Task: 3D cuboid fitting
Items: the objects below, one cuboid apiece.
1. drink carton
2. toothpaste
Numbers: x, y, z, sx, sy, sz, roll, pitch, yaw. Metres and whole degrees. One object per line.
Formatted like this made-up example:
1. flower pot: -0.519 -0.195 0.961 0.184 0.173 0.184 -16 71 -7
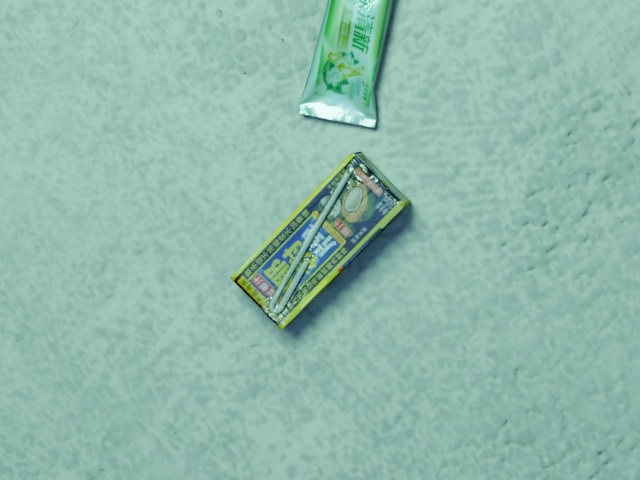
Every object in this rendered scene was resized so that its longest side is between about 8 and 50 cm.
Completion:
1. drink carton: 0.000 0.000 1.654 0.071 0.056 0.166 45 100 6
2. toothpaste: 0.043 -0.253 1.634 0.074 0.048 0.297 12 100 5
